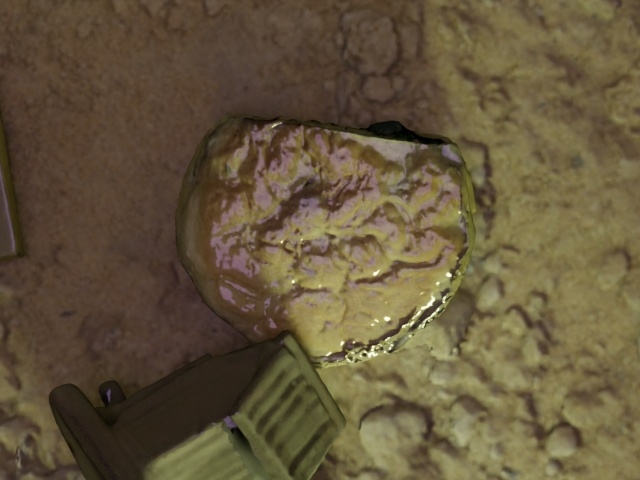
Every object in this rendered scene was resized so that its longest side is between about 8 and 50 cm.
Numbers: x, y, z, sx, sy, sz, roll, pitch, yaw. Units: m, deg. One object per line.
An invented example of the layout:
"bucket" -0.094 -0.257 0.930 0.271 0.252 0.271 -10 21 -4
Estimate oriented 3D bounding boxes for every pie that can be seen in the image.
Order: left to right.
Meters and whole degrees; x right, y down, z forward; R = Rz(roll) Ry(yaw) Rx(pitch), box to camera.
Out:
"pie" -0.001 0.000 1.301 0.218 0.052 0.185 9 91 8

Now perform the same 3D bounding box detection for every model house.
"model house" -0.064 0.172 1.286 0.188 0.122 0.229 -27 101 -3

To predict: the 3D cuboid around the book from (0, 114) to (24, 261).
"book" -0.344 -0.043 1.373 0.230 0.026 0.161 -10 89 10
